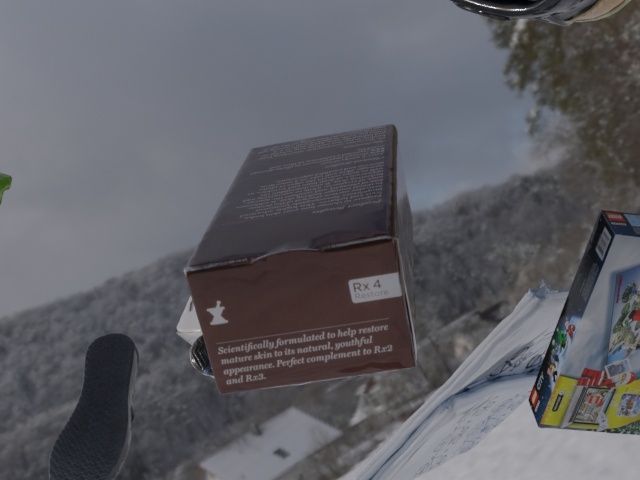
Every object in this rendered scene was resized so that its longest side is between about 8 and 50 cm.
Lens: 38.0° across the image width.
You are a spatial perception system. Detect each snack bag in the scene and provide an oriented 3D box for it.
[{"bbox_3d":[0.215,0.175,1.134,0.342,0.037,0.323,-51,-25,21],"label":"snack bag"}]

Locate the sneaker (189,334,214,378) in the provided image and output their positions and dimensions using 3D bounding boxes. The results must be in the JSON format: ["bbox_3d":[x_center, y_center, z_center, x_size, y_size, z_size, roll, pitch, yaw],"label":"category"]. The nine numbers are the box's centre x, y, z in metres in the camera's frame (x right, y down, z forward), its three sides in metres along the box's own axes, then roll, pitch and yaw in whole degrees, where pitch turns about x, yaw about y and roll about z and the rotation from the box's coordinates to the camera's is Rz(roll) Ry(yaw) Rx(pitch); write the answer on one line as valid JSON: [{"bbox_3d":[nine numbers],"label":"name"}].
[{"bbox_3d":[-0.065,0.158,1.199,0.211,0.080,0.081,6,-24,-15],"label":"sneaker"}]

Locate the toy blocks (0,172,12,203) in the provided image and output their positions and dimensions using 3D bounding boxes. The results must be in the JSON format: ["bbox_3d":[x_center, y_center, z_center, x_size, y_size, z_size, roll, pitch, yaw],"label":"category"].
[{"bbox_3d":[-0.346,0.097,0.590,0.381,0.190,0.261,-62,-13,-76],"label":"toy blocks"}]

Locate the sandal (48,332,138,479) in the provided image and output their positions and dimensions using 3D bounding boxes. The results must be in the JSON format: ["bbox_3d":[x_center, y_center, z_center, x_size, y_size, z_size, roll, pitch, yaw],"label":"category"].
[{"bbox_3d":[-0.288,0.239,1.245,0.097,0.254,0.054,-1,-44,10],"label":"sandal"}]

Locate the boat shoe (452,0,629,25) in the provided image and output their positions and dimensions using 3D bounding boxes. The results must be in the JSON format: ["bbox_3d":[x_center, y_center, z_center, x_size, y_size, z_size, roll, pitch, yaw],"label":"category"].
[{"bbox_3d":[0.062,-0.347,0.840,0.156,0.500,0.187,-32,-28,-44],"label":"boat shoe"}]

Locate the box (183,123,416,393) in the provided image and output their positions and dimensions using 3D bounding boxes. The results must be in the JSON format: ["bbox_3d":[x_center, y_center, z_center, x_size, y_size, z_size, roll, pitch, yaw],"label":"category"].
[{"bbox_3d":[0.000,0.000,0.983,0.191,0.143,0.381,-9,19,9],"label":"box"}]

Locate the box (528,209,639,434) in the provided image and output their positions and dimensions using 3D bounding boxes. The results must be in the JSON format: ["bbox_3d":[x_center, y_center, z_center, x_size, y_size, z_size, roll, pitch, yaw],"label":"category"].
[{"bbox_3d":[0.311,0.087,0.892,0.159,0.044,0.233,6,-58,-9],"label":"box"}]

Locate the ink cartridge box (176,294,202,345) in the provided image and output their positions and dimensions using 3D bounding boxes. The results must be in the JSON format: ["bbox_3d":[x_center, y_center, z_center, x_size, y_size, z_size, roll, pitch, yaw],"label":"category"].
[{"bbox_3d":[-0.129,0.124,1.341,0.056,0.135,0.099,-7,52,40],"label":"ink cartridge box"}]
